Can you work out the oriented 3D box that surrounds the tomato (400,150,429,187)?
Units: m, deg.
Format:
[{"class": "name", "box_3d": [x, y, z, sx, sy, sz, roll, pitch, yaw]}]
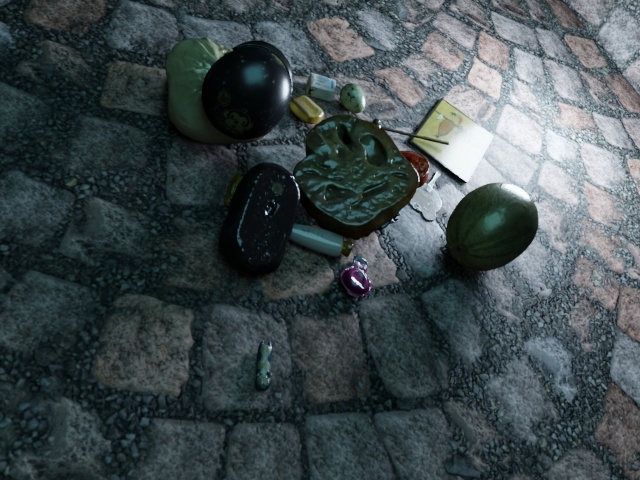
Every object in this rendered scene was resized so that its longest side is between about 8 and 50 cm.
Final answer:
[{"class": "tomato", "box_3d": [0.278, -0.212, 1.813, 0.138, 0.091, 0.159, 1, 41, 2]}]

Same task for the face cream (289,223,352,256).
[{"class": "face cream", "box_3d": [0.000, 0.000, 1.573, 0.182, 0.051, 0.072, 16, 55, -13]}]

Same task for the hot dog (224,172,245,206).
[{"class": "hot dog", "box_3d": [-0.229, -0.143, 1.569, 0.056, 0.041, 0.133, 23, 52, -9]}]

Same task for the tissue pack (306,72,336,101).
[{"class": "tissue pack", "box_3d": [0.003, -0.523, 1.921, 0.094, 0.059, 0.074, 12, 56, -16]}]

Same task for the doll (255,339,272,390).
[{"class": "doll", "box_3d": [-0.133, 0.294, 1.329, 0.037, 0.027, 0.125, 8, 55, -11]}]

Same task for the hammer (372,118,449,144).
[{"class": "hammer", "box_3d": [0.320, -0.371, 1.971, 0.291, 0.029, 0.058, 10, 54, -14]}]

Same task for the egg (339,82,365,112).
[{"class": "egg", "box_3d": [0.113, -0.487, 1.931, 0.085, 0.085, 0.110, -32, 82, -37]}]

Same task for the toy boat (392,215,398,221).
[{"class": "toy boat", "box_3d": [0.217, -0.122, 1.752, 0.060, 0.055, 0.141, 25, 51, -17]}]

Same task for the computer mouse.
[{"class": "computer mouse", "box_3d": [-0.159, -0.057, 1.496, 0.182, 0.116, 0.324, 27, 63, -20]}]

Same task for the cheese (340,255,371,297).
[{"class": "cheese", "box_3d": [0.101, 0.099, 1.562, 0.095, 0.038, 0.145, 26, 45, -8]}]

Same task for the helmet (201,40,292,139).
[{"class": "helmet", "box_3d": [-0.176, -0.396, 1.472, 0.230, 0.160, 0.279, 41, 88, -19]}]

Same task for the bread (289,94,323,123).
[{"class": "bread", "box_3d": [-0.048, -0.419, 1.831, 0.115, 0.056, 0.082, 43, 51, 15]}]

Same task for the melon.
[{"class": "melon", "box_3d": [0.523, -0.043, 1.723, 0.329, 0.249, 0.249, -34, 76, -34]}]

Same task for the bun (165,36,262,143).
[{"class": "bun", "box_3d": [-0.282, -0.440, 1.628, 0.360, 0.213, 0.362, 11, 61, -21]}]

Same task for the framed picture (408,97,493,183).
[{"class": "framed picture", "box_3d": [0.490, -0.376, 2.075, 0.255, 0.014, 0.339, 37, 51, 2]}]

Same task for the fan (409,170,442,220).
[{"class": "fan", "box_3d": [0.356, -0.166, 1.877, 0.152, 0.008, 0.227, 38, 52, 3]}]

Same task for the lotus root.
[{"class": "lotus root", "box_3d": [0.103, -0.190, 1.665, 0.374, 0.111, 0.391, 9, 61, -7]}]
